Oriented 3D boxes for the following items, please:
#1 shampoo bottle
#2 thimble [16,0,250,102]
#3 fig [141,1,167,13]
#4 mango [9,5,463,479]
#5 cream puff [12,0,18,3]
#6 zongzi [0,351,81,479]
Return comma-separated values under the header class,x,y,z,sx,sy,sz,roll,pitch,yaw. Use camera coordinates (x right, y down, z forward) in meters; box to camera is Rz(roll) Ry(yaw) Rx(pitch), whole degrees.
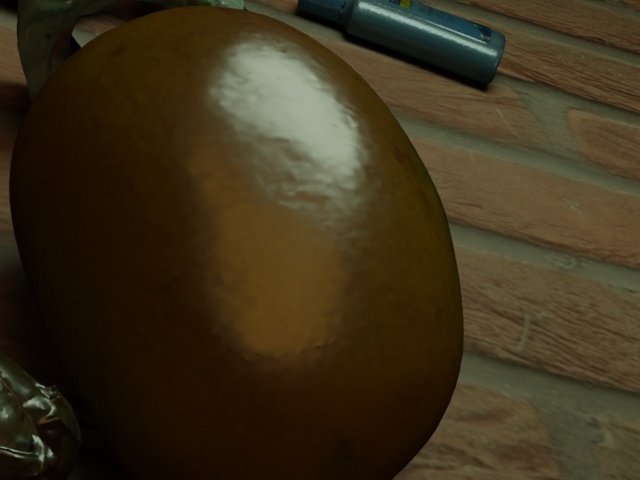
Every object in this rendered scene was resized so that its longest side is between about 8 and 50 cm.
class,x,y,z,sx,sy,sz,roll,pitch,yaw
shampoo bottle,0.098,-0.266,1.818,0.258,0.061,0.104,20,25,-1
thimble,-0.164,-0.184,1.324,0.211,0.185,0.149,-11,31,-7
fig,-0.169,-0.311,1.618,0.185,0.127,0.133,29,41,-41
mango,-0.057,0.010,1.002,0.300,0.232,0.445,6,37,-18
cream puff,-0.279,-0.312,1.575,0.150,0.115,0.165,15,28,-2
zongzi,-0.261,0.054,0.875,0.274,0.145,0.300,22,19,-5
